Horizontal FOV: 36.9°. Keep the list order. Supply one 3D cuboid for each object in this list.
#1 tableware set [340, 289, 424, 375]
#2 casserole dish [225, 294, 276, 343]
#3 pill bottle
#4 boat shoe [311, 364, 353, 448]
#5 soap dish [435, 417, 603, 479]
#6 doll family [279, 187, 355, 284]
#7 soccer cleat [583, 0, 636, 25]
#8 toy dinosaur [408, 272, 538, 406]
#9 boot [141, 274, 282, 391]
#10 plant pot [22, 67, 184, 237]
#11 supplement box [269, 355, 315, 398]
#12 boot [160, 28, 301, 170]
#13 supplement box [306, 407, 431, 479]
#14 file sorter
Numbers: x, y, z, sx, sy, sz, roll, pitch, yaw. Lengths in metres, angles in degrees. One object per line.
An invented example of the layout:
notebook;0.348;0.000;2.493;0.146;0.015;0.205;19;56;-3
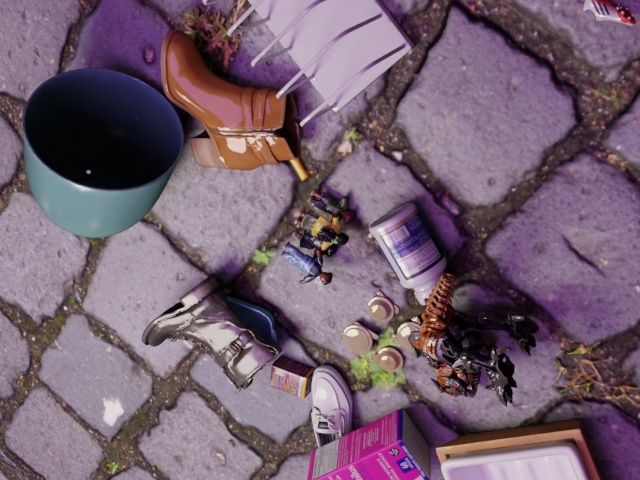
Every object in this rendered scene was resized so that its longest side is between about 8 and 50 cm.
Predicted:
tableware set;0.126;0.185;1.852;0.141;0.020;0.169;41;124;3
casserole dish;-0.167;0.172;1.994;0.188;0.037;0.114;17;119;20
pill bottle;0.166;0.026;1.708;0.094;0.094;0.169;-25;99;35
boat shoe;0.024;0.368;1.958;0.083;0.076;0.226;-4;110;30
soap dish;0.386;0.451;1.775;0.290;0.118;0.229;-16;104;33
doll family;0.000;0.000;1.804;0.111;0.076;0.193;31;129;7
soccer cleat;0.431;-0.339;1.434;0.083;0.029;0.036;35;133;14
toy dinosaur;0.245;0.185;1.681;0.218;0.164;0.322;12;162;28
boot;-0.228;0.218;1.971;0.263;0.091;0.229;-38;91;34
plant pot;-0.428;-0.144;1.847;0.293;0.293;0.235;38;142;8
supplement box;-0.058;0.282;1.982;0.083;0.043;0.055;19;121;19
boot;-0.160;-0.257;1.740;0.220;0.109;0.283;-1;114;30
supplement box;0.095;0.442;1.886;0.220;0.114;0.111;-29;109;18
file sorter;-0.025;-0.354;1.585;0.193;0.173;0.278;-36;93;36
